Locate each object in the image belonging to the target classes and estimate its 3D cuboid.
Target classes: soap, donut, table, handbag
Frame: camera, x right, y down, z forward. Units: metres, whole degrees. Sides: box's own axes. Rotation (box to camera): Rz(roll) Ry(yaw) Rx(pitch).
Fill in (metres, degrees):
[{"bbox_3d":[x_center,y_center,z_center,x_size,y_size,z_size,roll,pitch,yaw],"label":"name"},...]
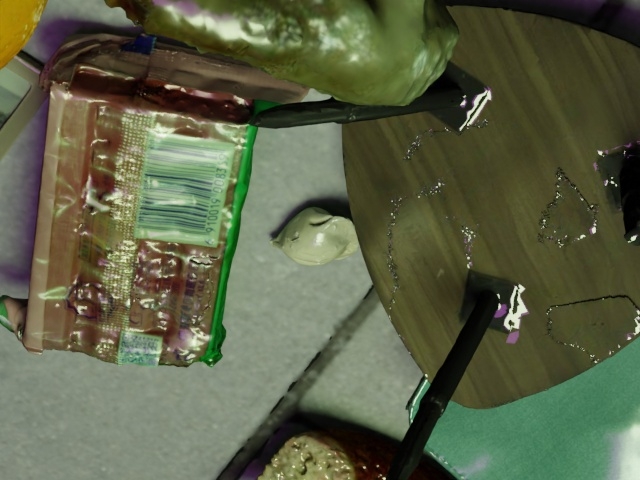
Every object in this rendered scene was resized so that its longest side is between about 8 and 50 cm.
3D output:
[{"bbox_3d":[-0.136,-0.023,1.342,0.217,0.098,0.273,12,126,-1],"label":"soap"},{"bbox_3d":[0.037,0.234,1.503,0.186,0.144,0.126,39,120,17],"label":"donut"},{"bbox_3d":[0.122,-0.010,1.151,0.317,0.249,0.317,6,106,21],"label":"table"},{"bbox_3d":[0.237,0.126,1.334,0.274,0.100,0.269,38,113,9],"label":"handbag"}]

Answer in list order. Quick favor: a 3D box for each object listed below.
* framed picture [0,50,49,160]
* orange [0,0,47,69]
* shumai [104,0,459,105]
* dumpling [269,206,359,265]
[{"bbox_3d":[-0.379,-0.132,1.343,0.289,0.016,0.213,33,123,-16],"label":"framed picture"},{"bbox_3d":[-0.288,-0.202,1.171,0.219,0.193,0.219,34,143,30],"label":"orange"},{"bbox_3d":[-0.031,-0.297,1.026,0.397,0.324,0.323,32,105,-9],"label":"shumai"},{"bbox_3d":[0.001,0.001,1.379,0.077,0.043,0.059,-38,135,25],"label":"dumpling"}]
